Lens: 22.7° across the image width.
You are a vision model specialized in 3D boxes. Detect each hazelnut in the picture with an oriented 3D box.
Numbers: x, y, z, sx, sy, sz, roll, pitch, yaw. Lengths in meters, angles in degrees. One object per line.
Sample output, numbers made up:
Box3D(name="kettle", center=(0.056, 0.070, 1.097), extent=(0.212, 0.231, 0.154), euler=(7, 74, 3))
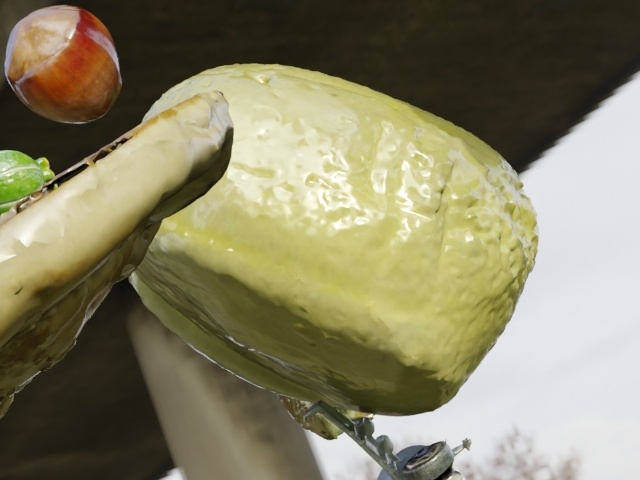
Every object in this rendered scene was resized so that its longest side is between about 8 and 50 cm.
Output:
Box3D(name="hazelnut", center=(-0.169, -0.118, 1.065), extent=(0.086, 0.086, 0.086), euler=(-19, -21, -8))

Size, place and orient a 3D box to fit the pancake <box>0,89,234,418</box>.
Box3D(name="pancake", center=(-0.191, 0.056, 0.878), extent=(0.387, 0.082, 0.387), euler=(-41, 2, 1))

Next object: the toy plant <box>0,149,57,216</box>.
Box3D(name="toy plant", center=(-0.375, -0.046, 1.789), extent=(0.162, 0.093, 0.093), euler=(-26, -18, -22))

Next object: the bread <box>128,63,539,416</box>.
Box3D(name="bread", center=(0.004, -0.011, 1.218), extent=(0.320, 0.237, 0.320), euler=(19, -16, 5))

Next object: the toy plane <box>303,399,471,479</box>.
Box3D(name="toy plane", center=(0.083, 0.209, 1.245), extent=(0.101, 0.251, 0.255), euler=(-33, 7, 11))

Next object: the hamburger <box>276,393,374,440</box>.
Box3D(name="hamburger", center=(0.018, 0.067, 1.707), extent=(0.168, 0.288, 0.192), euler=(-20, 19, -24))
